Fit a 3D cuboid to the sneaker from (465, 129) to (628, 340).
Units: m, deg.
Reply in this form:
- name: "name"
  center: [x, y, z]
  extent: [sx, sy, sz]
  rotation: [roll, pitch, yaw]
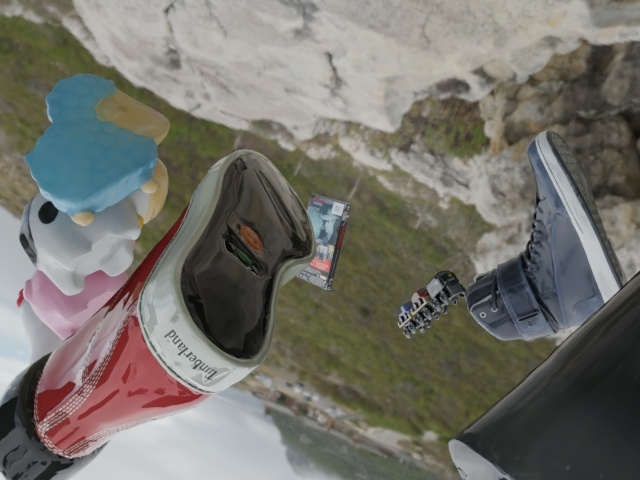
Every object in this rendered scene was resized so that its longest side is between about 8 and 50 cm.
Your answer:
- name: "sneaker"
  center: [0.214, 0.009, 0.724]
  extent: [0.163, 0.086, 0.226]
  rotation: [-18, 111, 28]

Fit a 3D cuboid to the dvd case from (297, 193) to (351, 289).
- name: "dvd case"
  center: [0.000, 0.000, 0.959]
  extent: [0.013, 0.119, 0.087]
  rotation: [8, -174, -37]

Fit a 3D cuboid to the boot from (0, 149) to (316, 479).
- name: "boot"
  center: [-0.099, 0.040, 0.432]
  extent: [0.088, 0.176, 0.244]
  rotation: [49, -158, -12]

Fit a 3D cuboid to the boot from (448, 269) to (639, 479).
- name: "boot"
  center: [0.230, -0.017, 0.385]
  extent: [0.367, 0.445, 0.146]
  rotation: [39, 165, 26]

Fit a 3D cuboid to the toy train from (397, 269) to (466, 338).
- name: "toy train"
  center: [0.108, 0.065, 0.704]
  extent: [0.158, 0.027, 0.036]
  rotation: [113, 136, -66]

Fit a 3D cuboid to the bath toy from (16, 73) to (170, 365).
- name: "bath toy"
  center: [-0.236, 0.011, 0.683]
  extent: [0.129, 0.151, 0.348]
  rotation: [45, 137, 15]
